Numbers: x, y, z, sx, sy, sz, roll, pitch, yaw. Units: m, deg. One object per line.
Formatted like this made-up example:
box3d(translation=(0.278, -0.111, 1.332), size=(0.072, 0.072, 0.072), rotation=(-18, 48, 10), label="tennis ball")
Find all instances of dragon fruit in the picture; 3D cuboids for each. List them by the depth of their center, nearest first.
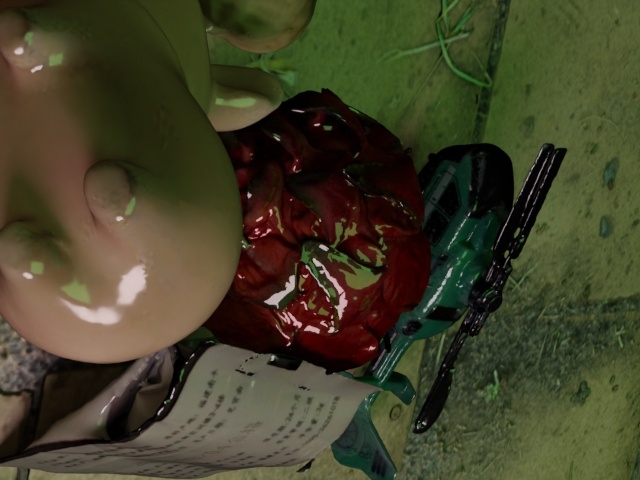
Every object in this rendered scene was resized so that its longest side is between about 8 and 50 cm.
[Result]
box3d(translation=(0.000, 0.000, 1.220), size=(0.293, 0.234, 0.234), rotation=(11, 97, -50), label="dragon fruit")

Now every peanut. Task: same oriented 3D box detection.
box3d(translation=(-0.058, -0.248, 1.124), size=(0.129, 0.129, 0.224), rotation=(-23, 125, -41), label="peanut")

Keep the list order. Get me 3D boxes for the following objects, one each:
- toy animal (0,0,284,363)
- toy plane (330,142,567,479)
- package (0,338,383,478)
box3d(translation=(-0.152, -0.073, 0.971), size=(0.237, 0.326, 0.269), rotation=(-23, 164, 5), label="toy animal")
box3d(translation=(0.098, 0.048, 1.412), size=(0.106, 0.155, 0.382), rotation=(10, 114, -50), label="toy plane")
box3d(translation=(-0.105, 0.152, 1.178), size=(0.204, 0.251, 0.062), rotation=(20, 50, -47), label="package")
